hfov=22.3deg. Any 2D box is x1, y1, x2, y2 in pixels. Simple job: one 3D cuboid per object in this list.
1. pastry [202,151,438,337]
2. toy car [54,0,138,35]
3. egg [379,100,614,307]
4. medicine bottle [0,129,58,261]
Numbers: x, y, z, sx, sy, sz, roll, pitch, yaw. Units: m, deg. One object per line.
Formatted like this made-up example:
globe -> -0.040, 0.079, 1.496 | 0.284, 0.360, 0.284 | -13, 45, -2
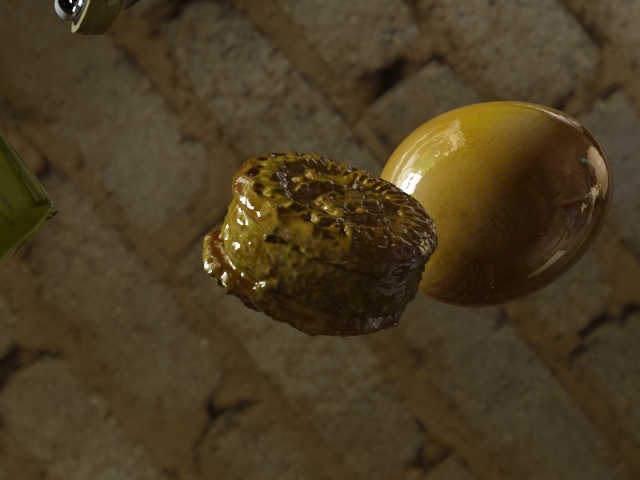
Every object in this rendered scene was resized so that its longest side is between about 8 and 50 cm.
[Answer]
pastry -> 0.000, 0.000, 1.376 | 0.188, 0.103, 0.189 | 16, -155, -8
toy car -> -0.198, -0.328, 1.667 | 0.101, 0.124, 0.257 | 131, 143, -58
egg -> 0.219, -0.049, 2.023 | 0.250, 0.322, 0.250 | 40, 139, 47
medicine bottle -> -0.350, 0.004, 1.255 | 0.137, 0.250, 0.141 | -15, 116, 48
